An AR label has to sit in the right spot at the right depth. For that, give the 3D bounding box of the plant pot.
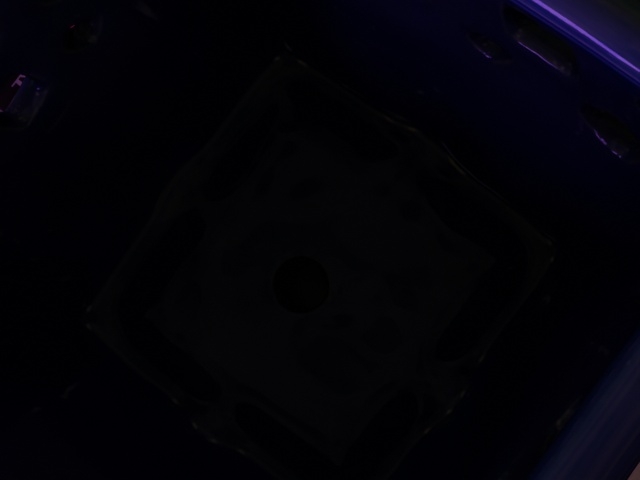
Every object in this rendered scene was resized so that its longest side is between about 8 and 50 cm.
[{"bbox_3d":[-0.015,0.010,0.508,0.236,0.236,0.212,37,-175,11],"label":"plant pot"}]

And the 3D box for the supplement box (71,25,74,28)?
[{"bbox_3d":[-0.147,-0.158,0.645,0.220,0.114,0.111,39,179,22],"label":"supplement box"}]

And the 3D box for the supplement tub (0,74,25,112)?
[{"bbox_3d":[-0.085,-0.059,0.723,0.117,0.190,0.117,37,180,0],"label":"supplement tub"}]

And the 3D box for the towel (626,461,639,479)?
[{"bbox_3d":[0.077,0.140,0.460,0.053,0.317,0.332,42,-179,22],"label":"towel"}]
